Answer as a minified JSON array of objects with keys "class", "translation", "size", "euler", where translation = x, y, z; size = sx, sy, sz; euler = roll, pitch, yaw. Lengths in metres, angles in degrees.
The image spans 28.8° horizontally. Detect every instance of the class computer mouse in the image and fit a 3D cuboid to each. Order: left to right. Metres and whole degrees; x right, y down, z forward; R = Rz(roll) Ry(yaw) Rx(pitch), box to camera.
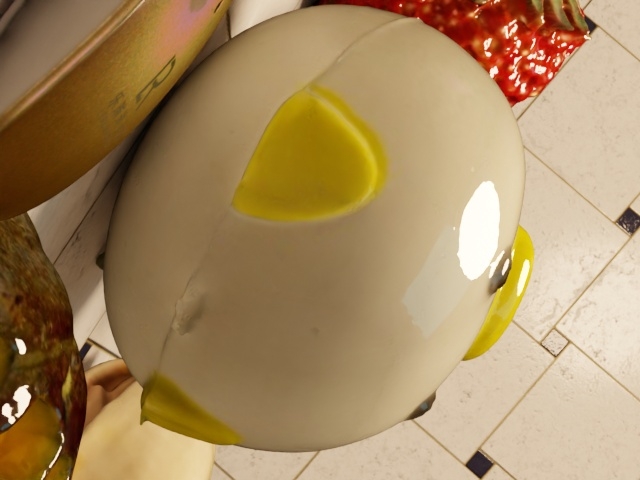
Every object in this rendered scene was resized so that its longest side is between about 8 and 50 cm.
[{"class":"computer mouse","translation":[-0.080,-0.138,0.625],"size":[0.310,0.072,0.158],"euler":[-58,180,-15]}]

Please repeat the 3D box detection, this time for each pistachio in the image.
[{"class":"pistachio","translation":[-0.204,0.245,1.252],"size":[0.318,0.193,0.214],"euler":[-58,144,-42]}]

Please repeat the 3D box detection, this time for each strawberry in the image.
[{"class":"strawberry","translation":[0.121,-0.248,1.368],"size":[0.343,0.292,0.292],"euler":[-30,-161,45]}]

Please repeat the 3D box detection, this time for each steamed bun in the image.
[{"class":"steamed bun","translation":[-0.006,-0.003,0.987],"size":[0.374,0.334,0.334],"euler":[-67,173,32]}]

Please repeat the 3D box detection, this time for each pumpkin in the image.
[{"class":"pumpkin","translation":[-0.171,0.072,0.708],"size":[0.149,0.130,0.254],"euler":[-56,175,-35]}]

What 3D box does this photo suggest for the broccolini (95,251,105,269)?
[{"class":"broccolini","translation":[-0.170,0.024,1.179],"size":[0.054,0.051,0.239],"euler":[-14,179,4]}]
